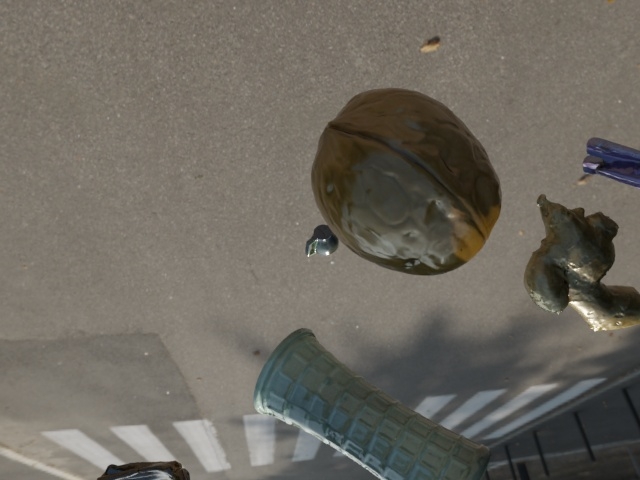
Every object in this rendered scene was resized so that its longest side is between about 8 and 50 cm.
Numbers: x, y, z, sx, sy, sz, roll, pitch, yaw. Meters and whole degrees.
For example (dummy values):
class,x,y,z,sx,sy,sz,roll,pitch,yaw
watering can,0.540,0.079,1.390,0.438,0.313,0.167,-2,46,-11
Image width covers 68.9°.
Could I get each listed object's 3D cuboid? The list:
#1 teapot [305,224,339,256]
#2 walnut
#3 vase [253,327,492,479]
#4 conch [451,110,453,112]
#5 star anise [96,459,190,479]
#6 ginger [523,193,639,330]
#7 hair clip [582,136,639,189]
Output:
class,x,y,z,sx,sy,sz,roll,pitch,yaw
teapot,0.000,0.000,1.077,0.088,0.066,0.057,-36,148,-16
walnut,0.084,-0.055,0.473,0.207,0.168,0.167,36,131,-24
vase,0.066,0.250,0.629,0.298,0.143,0.143,26,161,28
conch,0.232,-0.323,1.225,0.233,0.138,0.114,4,-173,-14
star anise,-0.143,0.377,0.506,0.237,0.346,0.148,-13,129,-47
ginger,0.332,0.038,0.567,0.213,0.133,0.059,21,-177,-17
hair clip,0.433,-0.050,0.500,0.090,0.278,0.137,-53,151,5
